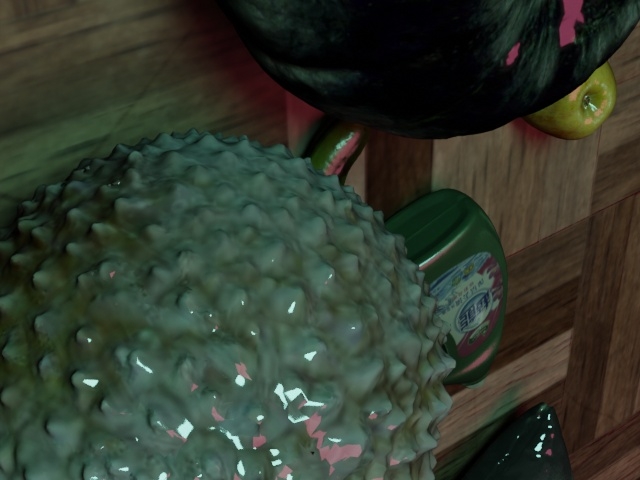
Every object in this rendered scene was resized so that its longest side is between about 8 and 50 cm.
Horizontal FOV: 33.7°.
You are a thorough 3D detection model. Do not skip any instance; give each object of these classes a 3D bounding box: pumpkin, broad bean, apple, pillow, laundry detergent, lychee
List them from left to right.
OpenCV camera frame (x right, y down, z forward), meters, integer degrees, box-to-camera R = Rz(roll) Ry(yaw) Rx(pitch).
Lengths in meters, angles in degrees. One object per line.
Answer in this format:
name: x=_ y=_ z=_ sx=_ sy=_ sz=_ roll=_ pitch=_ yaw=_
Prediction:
lychee: x=-0.063 y=0.079 z=0.585 sx=0.300 sy=0.300 sz=0.300 roll=-22 pitch=130 yaw=-29
broad bean: x=-0.004 y=0.000 z=0.752 sx=0.069 sy=0.039 sz=0.227 roll=-4 pitch=119 yaw=-46
laundry detergent: x=0.096 y=0.063 z=0.867 sx=0.137 sy=0.063 sz=0.211 roll=-37 pitch=138 yaw=-14
pumpkin: x=0.088 y=-0.180 z=0.541 sx=0.295 sy=0.296 sz=0.296 roll=-22 pitch=130 yaw=-29
pillow: x=0.204 y=0.294 z=1.081 sx=0.186 sy=0.106 sz=0.250 roll=-49 pitch=140 yaw=-16
apple: x=0.189 y=-0.120 z=0.816 sx=0.084 sy=0.071 sz=0.084 roll=-21 pitch=127 yaw=-30
